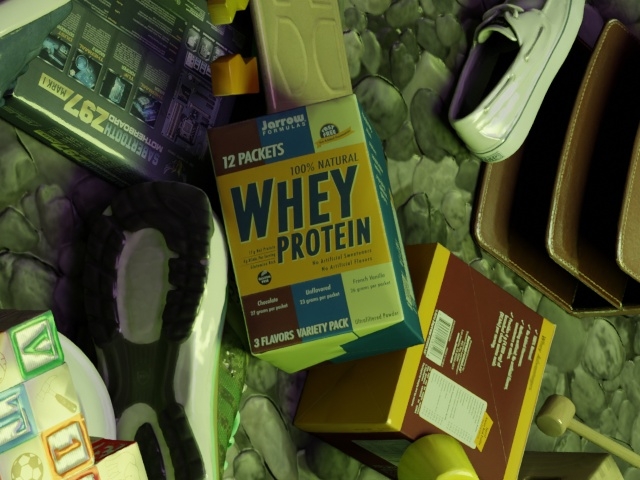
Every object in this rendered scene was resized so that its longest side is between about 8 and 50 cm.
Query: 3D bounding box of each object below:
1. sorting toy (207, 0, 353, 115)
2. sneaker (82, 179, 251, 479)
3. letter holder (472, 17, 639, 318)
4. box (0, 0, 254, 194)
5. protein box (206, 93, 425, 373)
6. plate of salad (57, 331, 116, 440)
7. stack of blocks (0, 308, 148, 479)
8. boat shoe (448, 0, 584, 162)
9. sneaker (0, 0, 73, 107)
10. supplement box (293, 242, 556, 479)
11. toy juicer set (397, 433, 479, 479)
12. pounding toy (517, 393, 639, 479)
[{"bbox_3d":[-0.046,-0.211,1.779,0.307,0.041,0.229,-14,99,-68],"label":"sorting toy"},{"bbox_3d":[-0.112,0.161,1.688,0.182,0.158,0.410,16,79,-60],"label":"sneaker"},{"bbox_3d":[0.310,-0.097,2.106,0.214,0.152,0.301,34,64,-35],"label":"letter holder"},{"bbox_3d":[-0.176,-0.153,1.698,0.233,0.059,0.183,31,65,-39],"label":"box"},{"bbox_3d":[0.000,0.000,1.715,0.200,0.136,0.201,47,30,-78],"label":"protein box"},{"bbox_3d":[-0.265,0.160,1.578,0.200,0.048,0.199,7,74,-26],"label":"plate of salad"},{"bbox_3d":[-0.225,0.206,1.489,0.171,0.087,0.297,-26,106,-41],"label":"stack of blocks"},{"bbox_3d":[0.208,-0.211,2.054,0.084,0.095,0.258,41,58,-39],"label":"boat shoe"},{"bbox_3d":[-0.309,-0.073,1.519,0.350,0.131,0.148,-44,115,-27],"label":"sneaker"},{"bbox_3d":[0.107,0.131,1.898,0.194,0.129,0.191,34,63,-37],"label":"supplement box"},{"bbox_3d":[0.079,0.356,1.827,0.209,0.089,0.329,36,94,-28],"label":"toy juicer set"},{"bbox_3d":[0.262,0.268,2.001,0.094,0.181,0.206,-46,117,-37],"label":"pounding toy"}]
